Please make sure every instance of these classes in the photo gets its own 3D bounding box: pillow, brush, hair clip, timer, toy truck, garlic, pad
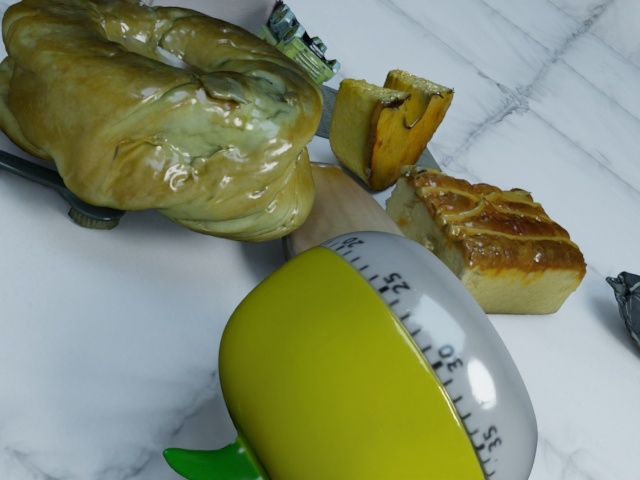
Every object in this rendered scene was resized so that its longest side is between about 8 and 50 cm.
[{"bbox_3d":[0.562,0.161,1.435,0.335,0.093,0.161,33,26,-6],"label":"pillow"},{"bbox_3d":[-0.316,-0.077,0.952,0.266,0.027,0.062,24,31,-12],"label":"brush"},{"bbox_3d":[-0.213,-0.358,1.389,0.330,0.085,0.101,0,43,-43],"label":"hair clip"},{"bbox_3d":[0.002,0.149,0.770,0.285,0.285,0.285,26,31,-17],"label":"timer"},{"bbox_3d":[-0.052,-0.252,1.375,0.085,0.116,0.191,40,12,-26],"label":"toy truck"},{"bbox_3d":[0.032,0.025,1.065,0.143,0.112,0.318,-11,55,-25],"label":"garlic"},{"bbox_3d":[0.064,-0.185,1.503,0.265,0.009,0.160,12,38,-34],"label":"pad"}]

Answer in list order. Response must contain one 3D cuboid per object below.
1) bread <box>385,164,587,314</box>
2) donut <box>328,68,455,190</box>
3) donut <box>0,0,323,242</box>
[{"bbox_3d":[0.222,0.002,1.296,0.274,0.114,0.185,8,40,-42],"label":"bread"},{"bbox_3d":[0.087,-0.149,1.349,0.101,0.152,0.259,28,22,17],"label":"donut"},{"bbox_3d":[-0.158,-0.135,1.016,0.360,0.170,0.360,17,25,-8],"label":"donut"}]
